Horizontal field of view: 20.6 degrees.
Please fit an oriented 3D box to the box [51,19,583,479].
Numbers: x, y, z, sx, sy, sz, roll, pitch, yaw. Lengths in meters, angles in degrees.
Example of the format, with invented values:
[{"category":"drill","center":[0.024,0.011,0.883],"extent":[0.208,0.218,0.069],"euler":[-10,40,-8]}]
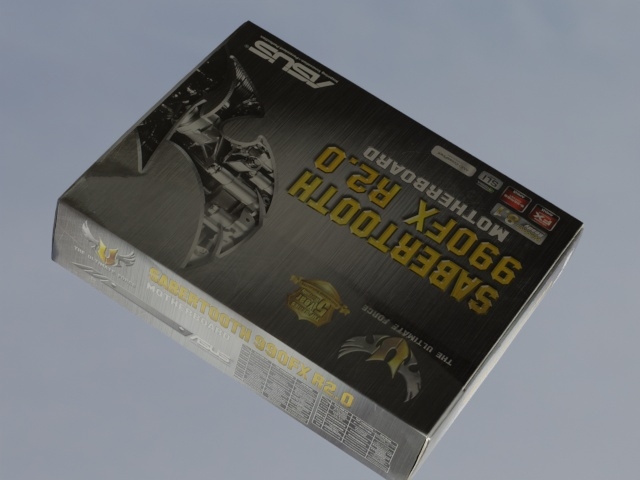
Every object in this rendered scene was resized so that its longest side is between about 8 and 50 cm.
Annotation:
[{"category":"box","center":[0.000,0.000,0.953],"extent":[0.231,0.056,0.183],"euler":[33,-130,12]}]
